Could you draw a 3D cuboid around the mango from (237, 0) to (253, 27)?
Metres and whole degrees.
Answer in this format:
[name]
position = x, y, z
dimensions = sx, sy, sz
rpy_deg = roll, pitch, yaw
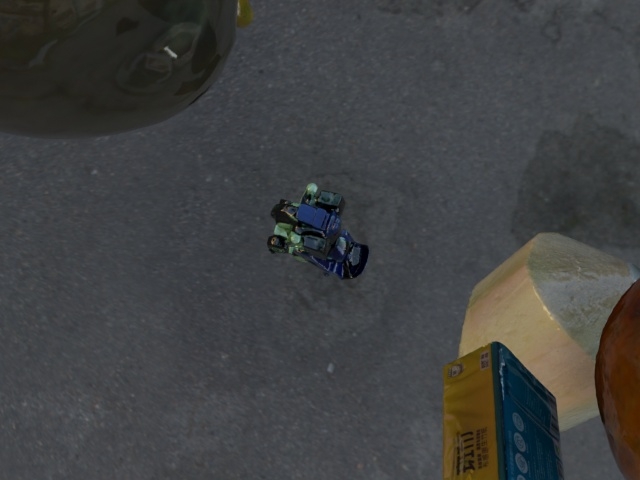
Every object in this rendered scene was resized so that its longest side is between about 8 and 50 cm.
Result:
[mango]
position = -0.204, -0.520, 1.827
dimensions = 0.089, 0.111, 0.163
rpy_deg = -32, 124, 24

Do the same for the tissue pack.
[tissue pack]
position = 0.174, 0.203, 0.818
dimensions = 0.120, 0.082, 0.169
rpy_deg = 43, 35, -28

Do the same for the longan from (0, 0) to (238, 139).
[longan]
position = -0.151, -0.158, 0.436
dimensions = 0.248, 0.248, 0.248
rpy_deg = -1, 93, -27

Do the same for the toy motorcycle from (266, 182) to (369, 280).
[toy motorcycle]
position = 0.000, 0.000, 1.727
dimensions = 0.196, 0.331, 0.125
rpy_deg = 15, 75, 8

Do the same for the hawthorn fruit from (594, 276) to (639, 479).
[hawthorn fruit]
position = 0.391, 0.166, 0.822
dimensions = 0.276, 0.277, 0.298
rpy_deg = -10, 139, -26

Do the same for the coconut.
[coconut]
position = 0.312, 0.113, 1.082
dimensions = 0.239, 0.244, 0.239
rpy_deg = 24, 43, -24
